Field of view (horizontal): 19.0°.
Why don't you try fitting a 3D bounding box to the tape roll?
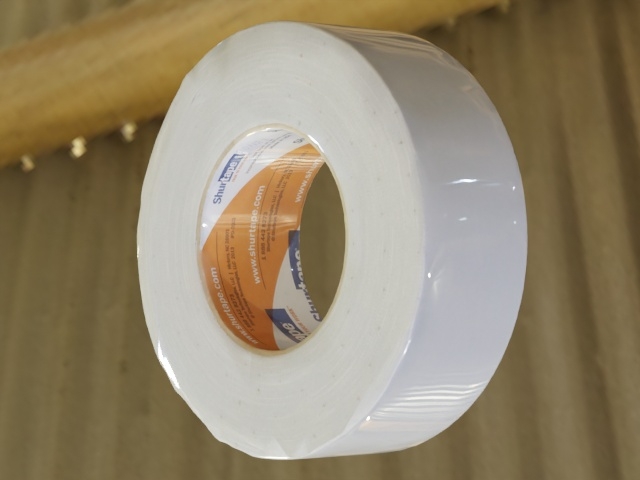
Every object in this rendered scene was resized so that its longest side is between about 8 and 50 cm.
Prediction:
[{"bbox_3d":[0.000,0.000,0.966,0.219,0.072,0.219,-2,-93,47],"label":"tape roll"}]
